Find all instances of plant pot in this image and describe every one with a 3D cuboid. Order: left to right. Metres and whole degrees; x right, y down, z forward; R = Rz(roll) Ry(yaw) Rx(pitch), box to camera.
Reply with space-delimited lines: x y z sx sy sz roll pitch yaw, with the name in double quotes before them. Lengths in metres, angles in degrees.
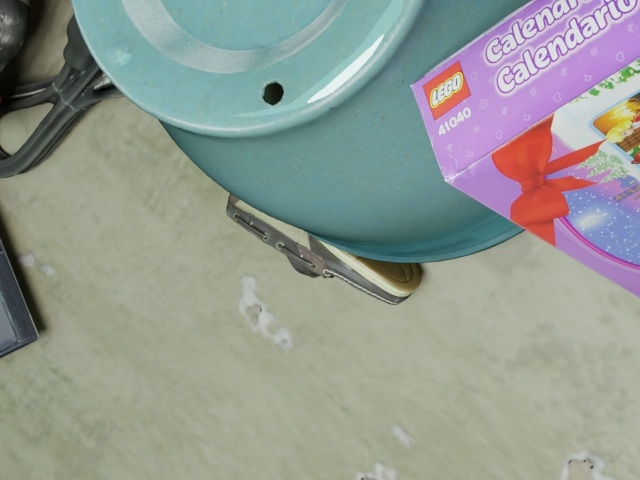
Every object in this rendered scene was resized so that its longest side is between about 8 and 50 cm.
"plant pot" 0.010 -0.127 0.595 0.272 0.255 0.271 -1 87 23

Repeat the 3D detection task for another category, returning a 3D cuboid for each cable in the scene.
"cable" -0.159 -0.128 0.834 0.139 0.072 0.287 48 127 5

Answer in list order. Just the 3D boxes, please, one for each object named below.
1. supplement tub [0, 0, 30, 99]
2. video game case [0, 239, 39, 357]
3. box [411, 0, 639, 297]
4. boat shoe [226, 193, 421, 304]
"supplement tub" -0.305 -0.247 0.776 0.207 0.207 0.337 1 92 27
"video game case" -0.349 -0.014 0.938 0.196 0.026 0.274 -25 87 36
"box" 0.207 -0.051 0.519 0.201 0.293 0.057 -33 54 27
"boat shoe" 0.000 0.000 0.764 0.152 0.056 0.049 37 123 21
